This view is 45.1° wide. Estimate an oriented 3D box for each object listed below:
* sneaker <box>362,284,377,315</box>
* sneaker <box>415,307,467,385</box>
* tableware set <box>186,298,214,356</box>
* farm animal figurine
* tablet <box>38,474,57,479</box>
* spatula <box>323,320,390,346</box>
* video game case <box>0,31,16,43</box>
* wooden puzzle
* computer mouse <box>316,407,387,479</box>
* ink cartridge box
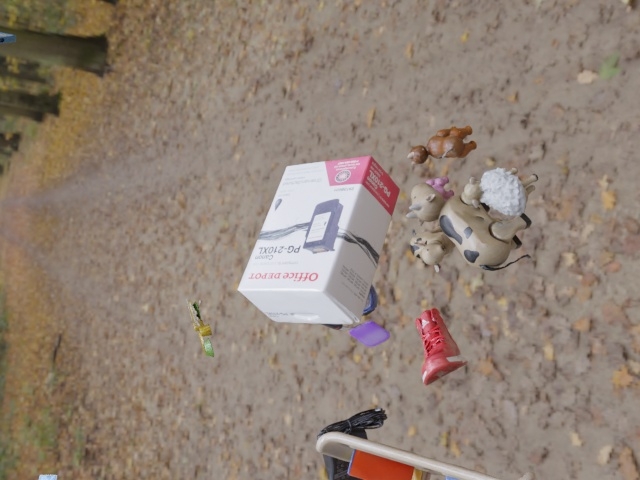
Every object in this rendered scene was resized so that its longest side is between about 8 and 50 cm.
[{"bbox_3d":[0.062,0.071,1.730,0.087,0.083,0.221,61,-176,-60],"label":"sneaker"},{"bbox_3d":[0.208,0.197,1.461,0.128,0.087,0.221,61,-172,14],"label":"sneaker"},{"bbox_3d":[-0.225,0.166,1.471,0.154,0.024,0.104,-167,62,-73],"label":"tableware set"},{"bbox_3d":[0.264,-0.042,1.543,0.327,0.172,0.330,42,150,41],"label":"farm animal figurine"},{"bbox_3d":[-0.631,0.579,1.765,0.054,0.006,0.083,-8,61,24],"label":"tablet"},{"bbox_3d":[0.060,0.208,1.881,0.084,0.296,0.030,-30,55,31],"label":"spatula"},{"bbox_3d":[-0.687,-0.395,1.487,0.166,0.119,0.015,-57,-23,-69],"label":"video game case"},{"bbox_3d":[0.191,0.412,1.328,0.322,0.348,0.080,51,-131,-64],"label":"wooden puzzle"},{"bbox_3d":[0.070,0.525,1.957,0.072,0.188,0.272,-124,26,-46],"label":"computer mouse"},{"bbox_3d":[0.000,0.000,1.178,0.172,0.100,0.237,-3,56,39],"label":"ink cartridge box"}]
